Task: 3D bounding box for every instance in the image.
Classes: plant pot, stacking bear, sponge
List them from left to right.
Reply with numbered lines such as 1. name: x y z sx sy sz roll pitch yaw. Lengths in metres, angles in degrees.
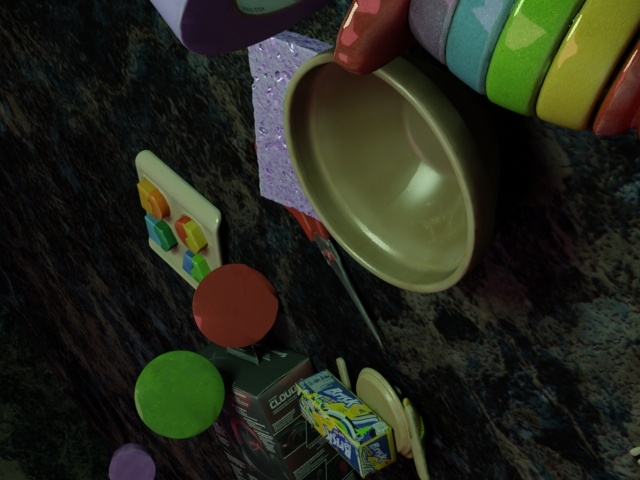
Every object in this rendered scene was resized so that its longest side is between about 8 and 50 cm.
1. sponge: -0.024 -0.123 1.032 0.117 0.031 0.210 26 134 36
2. plant pot: 0.082 -0.079 0.861 0.237 0.109 0.237 36 144 31
3. stacking bear: 0.179 -0.136 0.614 0.289 0.164 0.175 34 144 15

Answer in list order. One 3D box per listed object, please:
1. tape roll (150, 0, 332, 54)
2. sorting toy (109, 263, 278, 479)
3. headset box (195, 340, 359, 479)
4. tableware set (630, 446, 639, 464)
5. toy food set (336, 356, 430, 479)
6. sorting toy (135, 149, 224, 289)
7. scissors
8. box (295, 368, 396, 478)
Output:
1. tape roll: -0.010 -0.250 0.653 0.090 0.275 0.275 53 151 3
2. sorting toy: -0.195 0.192 1.389 0.127 0.365 0.126 32 180 -11
3. headset box: -0.080 0.278 1.465 0.218 0.110 0.293 10 128 52
4. tableware set: 0.349 0.220 0.856 0.104 0.024 0.154 51 150 7
5. toy food set: 0.092 0.224 1.240 0.192 0.038 0.132 28 137 57
6. sorting toy: -0.217 -0.012 1.449 0.193 0.038 0.208 40 147 27
7. scissors: 0.000 0.000 1.162 0.109 0.021 0.297 7 126 51
8. box: 0.032 0.243 1.267 0.169 0.054 0.059 36 143 53
